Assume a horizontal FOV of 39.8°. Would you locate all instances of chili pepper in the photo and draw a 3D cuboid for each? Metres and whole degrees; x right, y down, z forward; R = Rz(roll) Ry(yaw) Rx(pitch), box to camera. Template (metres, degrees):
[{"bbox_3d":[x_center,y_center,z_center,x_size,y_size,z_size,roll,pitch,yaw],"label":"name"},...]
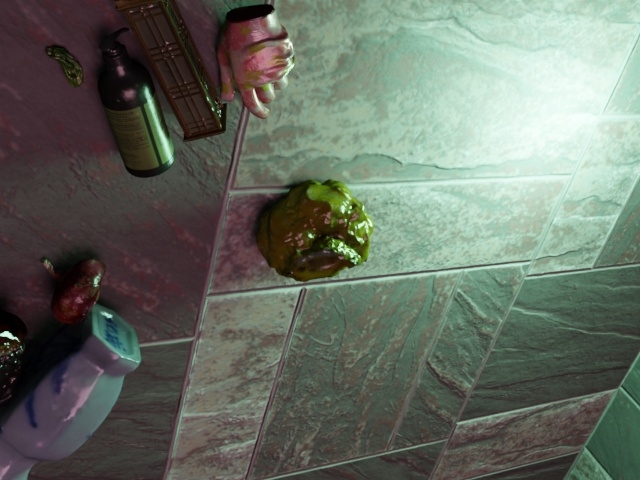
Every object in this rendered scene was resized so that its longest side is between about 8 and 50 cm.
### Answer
[{"bbox_3d":[-0.447,-0.309,1.566,0.034,0.030,0.091,-15,137,15],"label":"chili pepper"}]

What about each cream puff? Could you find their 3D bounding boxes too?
[{"bbox_3d":[0.001,0.001,2.004,0.282,0.185,0.282,-16,130,-20],"label":"cream puff"}]

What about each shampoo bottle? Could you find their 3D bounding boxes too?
[{"bbox_3d":[-0.347,-0.250,1.627,0.101,0.101,0.284,-23,135,-13],"label":"shampoo bottle"}]

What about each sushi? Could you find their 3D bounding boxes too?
[{"bbox_3d":[-0.699,0.217,1.729,0.227,0.215,0.212,13,119,-38],"label":"sushi"}]

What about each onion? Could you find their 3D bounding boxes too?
[{"bbox_3d":[-0.520,0.088,1.813,0.140,0.150,0.150,33,107,-15],"label":"onion"}]

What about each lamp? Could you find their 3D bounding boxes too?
[{"bbox_3d":[-0.263,-0.329,1.601,0.089,0.090,0.325,-11,138,10],"label":"lamp"}]

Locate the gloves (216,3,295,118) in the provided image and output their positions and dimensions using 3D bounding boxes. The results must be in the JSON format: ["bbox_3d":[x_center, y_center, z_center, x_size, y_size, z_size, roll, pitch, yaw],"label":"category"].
[{"bbox_3d":[-0.120,-0.327,1.693,0.145,0.126,0.241,-24,129,-16],"label":"gloves"}]

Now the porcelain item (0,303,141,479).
[{"bbox_3d":[-0.567,0.331,1.890,0.405,0.242,0.178,-44,123,9],"label":"porcelain item"}]
